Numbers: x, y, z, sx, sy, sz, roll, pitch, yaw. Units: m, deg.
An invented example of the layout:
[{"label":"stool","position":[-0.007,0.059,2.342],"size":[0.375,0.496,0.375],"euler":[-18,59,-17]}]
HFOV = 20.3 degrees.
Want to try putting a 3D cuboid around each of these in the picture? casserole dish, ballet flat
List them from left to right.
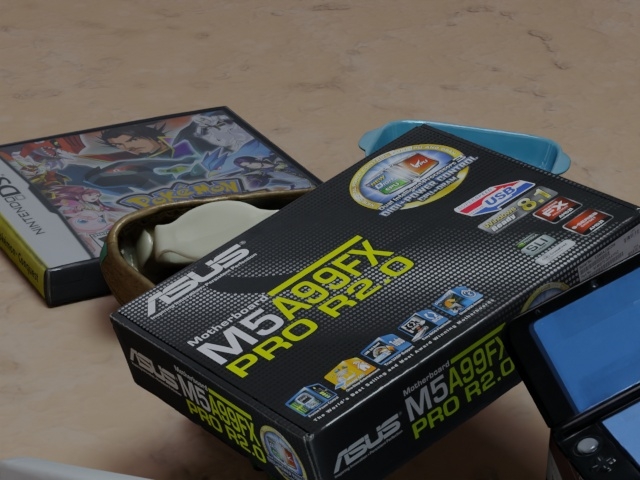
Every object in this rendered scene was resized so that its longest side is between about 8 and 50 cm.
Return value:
[{"label":"ballet flat","position":[0.000,0.000,1.308],"size":[0.342,0.116,0.124],"euler":[-2,-14,7]},{"label":"casserole dish","position":[0.126,-0.065,1.585],"size":[0.188,0.037,0.114],"euler":[9,27,13]}]

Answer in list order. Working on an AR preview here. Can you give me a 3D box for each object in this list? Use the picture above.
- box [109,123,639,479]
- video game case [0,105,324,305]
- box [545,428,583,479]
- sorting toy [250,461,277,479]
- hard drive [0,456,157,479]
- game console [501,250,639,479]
[{"label":"box","position":[0.038,0.036,1.113],"size":[0.270,0.060,0.216],"euler":[-31,35,-24]},{"label":"video game case","position":[-0.149,-0.039,1.521],"size":[0.275,0.035,0.248],"euler":[-13,30,-26]},{"label":"box","position":[0.340,0.151,1.053],"size":[0.381,0.143,0.191],"euler":[-4,27,-7]},{"label":"sorting toy","position":[0.094,0.090,1.239],"size":[0.366,0.127,0.126],"euler":[-14,60,-22]},{"label":"hard drive","position":[-0.019,0.154,0.873],"size":[0.233,0.047,0.353],"euler":[15,-10,-18]},{"label":"game console","position":[0.177,0.067,0.963],"size":[0.122,0.071,0.107],"euler":[-28,26,-3]}]
